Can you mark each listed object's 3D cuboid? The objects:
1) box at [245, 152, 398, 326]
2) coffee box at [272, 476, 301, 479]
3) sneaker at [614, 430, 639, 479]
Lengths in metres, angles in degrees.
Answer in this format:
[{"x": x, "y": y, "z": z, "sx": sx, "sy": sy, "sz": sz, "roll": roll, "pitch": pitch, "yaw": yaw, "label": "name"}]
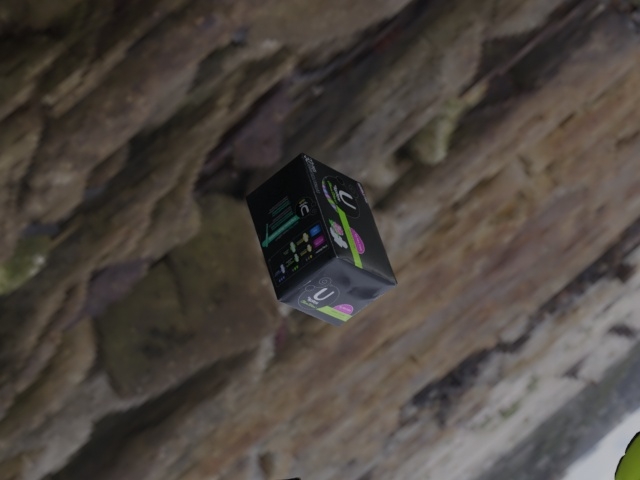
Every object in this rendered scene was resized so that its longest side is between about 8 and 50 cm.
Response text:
[{"x": 0.000, "y": 0.000, "z": 0.924, "sx": 0.052, "sy": 0.083, "sz": 0.062, "roll": -38, "pitch": 142, "yaw": 25, "label": "box"}, {"x": -0.148, "y": 0.258, "z": 0.930, "sx": 0.297, "sy": 0.119, "sz": 0.168, "roll": -3, "pitch": 123, "yaw": -14, "label": "coffee box"}, {"x": 0.252, "y": 0.103, "z": 0.822, "sx": 0.111, "sy": 0.121, "sz": 0.300, "roll": -7, "pitch": 134, "yaw": -12, "label": "sneaker"}]
